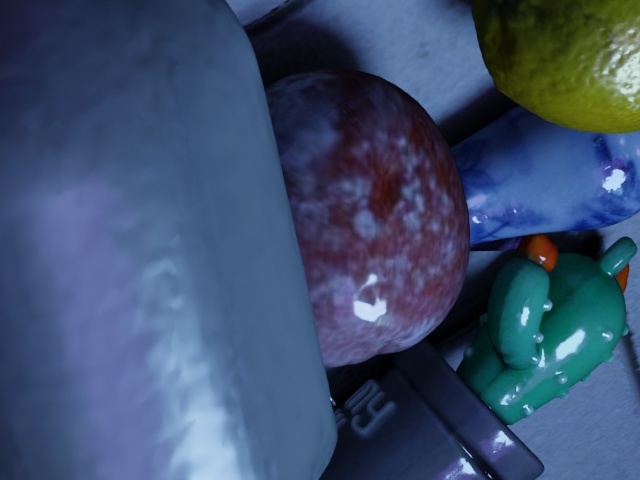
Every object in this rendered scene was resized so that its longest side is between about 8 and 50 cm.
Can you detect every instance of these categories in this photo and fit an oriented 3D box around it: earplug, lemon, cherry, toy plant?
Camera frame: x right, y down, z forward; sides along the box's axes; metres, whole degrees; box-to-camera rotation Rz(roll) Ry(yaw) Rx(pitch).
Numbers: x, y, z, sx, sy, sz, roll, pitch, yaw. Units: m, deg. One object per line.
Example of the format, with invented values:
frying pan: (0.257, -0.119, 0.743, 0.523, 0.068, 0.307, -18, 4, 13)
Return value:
earplug: (-0.175, -0.013, 1.064, 0.313, 0.312, 0.394, -19, 113, -18)
lemon: (0.224, -0.180, 1.294, 0.231, 0.192, 0.192, 9, 125, -40)
cherry: (0.000, 0.000, 1.313, 0.236, 0.213, 0.285, -20, 118, -40)
toy plant: (0.163, 0.141, 1.603, 0.400, 0.185, 0.279, -40, 136, -2)

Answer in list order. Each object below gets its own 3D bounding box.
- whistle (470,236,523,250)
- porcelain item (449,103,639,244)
whistle: (0.126, -0.005, 1.537, 0.176, 0.033, 0.033, 0, 131, -35)
porcelain item: (0.193, -0.065, 1.450, 0.259, 0.141, 0.141, -19, 140, -3)
